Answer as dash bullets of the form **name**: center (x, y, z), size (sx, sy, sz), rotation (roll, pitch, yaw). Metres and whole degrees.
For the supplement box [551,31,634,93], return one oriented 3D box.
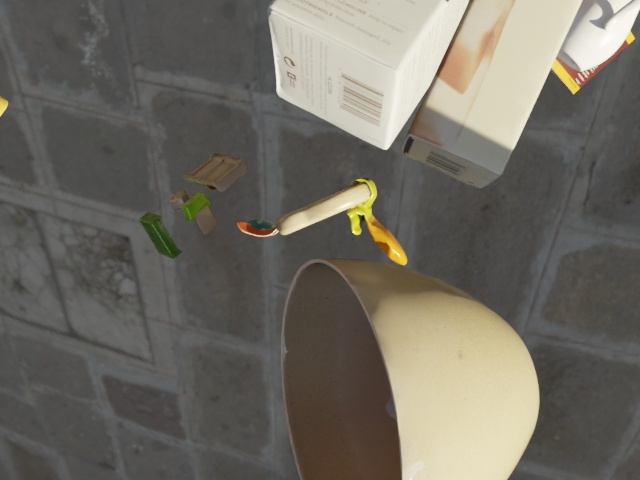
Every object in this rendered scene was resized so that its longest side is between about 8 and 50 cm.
- **supplement box**: center (0.638, -0.507, 1.757), size (0.194, 0.129, 0.191), rotation (-44, 144, 20)

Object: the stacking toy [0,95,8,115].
- **stacking toy**: center (-0.482, -0.057, 0.688), size (0.279, 0.309, 0.130), rotation (-31, 122, 17)

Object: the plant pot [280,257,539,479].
- **plant pot**: center (0.095, 0.150, 0.689), size (0.191, 0.284, 0.284), rotation (-6, 137, -22)

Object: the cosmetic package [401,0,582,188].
- **cosmetic package**: center (0.226, -0.232, 0.922), size (0.129, 0.296, 0.153), rotation (25, 178, 4)

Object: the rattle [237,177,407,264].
- **rattle**: center (0.000, 0.000, 1.011), size (0.142, 0.200, 0.130), rotation (69, 166, -18)

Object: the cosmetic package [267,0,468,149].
- **cosmetic package**: center (0.123, -0.503, 1.666), size (0.327, 0.393, 0.329), rotation (29, 159, 13)

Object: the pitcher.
- **pitcher**: center (0.526, -0.414, 1.283), size (0.125, 0.178, 0.207), rotation (39, 103, -10)

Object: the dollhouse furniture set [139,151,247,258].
- **dollhouse furniture set**: center (-0.156, -0.047, 0.913), size (0.076, 0.152, 0.058), rotation (16, 141, 45)
